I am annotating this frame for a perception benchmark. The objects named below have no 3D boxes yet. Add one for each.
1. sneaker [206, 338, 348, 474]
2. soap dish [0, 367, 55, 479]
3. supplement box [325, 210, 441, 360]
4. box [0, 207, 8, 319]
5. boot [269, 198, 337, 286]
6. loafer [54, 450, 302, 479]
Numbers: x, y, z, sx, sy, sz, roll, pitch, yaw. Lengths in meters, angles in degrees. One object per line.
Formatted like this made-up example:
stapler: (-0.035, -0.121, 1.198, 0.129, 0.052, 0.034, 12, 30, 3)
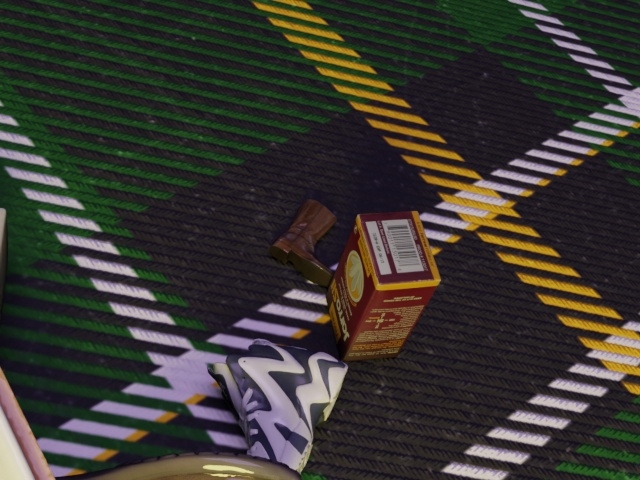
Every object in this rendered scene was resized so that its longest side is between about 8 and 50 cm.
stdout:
sneaker: (-0.079, 0.207, 1.113, 0.153, 0.094, 0.235, 23, 57, 9)
soap dish: (-0.333, 0.273, 0.842, 0.229, 0.118, 0.291, -26, 73, -19)
supplement box: (0.072, 0.060, 1.198, 0.081, 0.188, 0.104, -3, 56, -17)
box: (-0.430, 0.114, 1.059, 0.148, 0.121, 0.311, 5, 54, -12)
boot: (0.000, 0.000, 1.321, 0.106, 0.037, 0.114, 33, 48, 6)
loafer: (-0.194, 0.294, 0.975, 0.366, 0.134, 0.130, -10, 73, 4)
